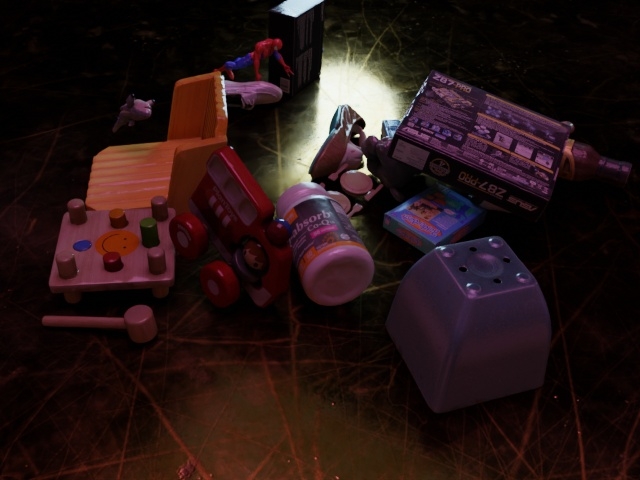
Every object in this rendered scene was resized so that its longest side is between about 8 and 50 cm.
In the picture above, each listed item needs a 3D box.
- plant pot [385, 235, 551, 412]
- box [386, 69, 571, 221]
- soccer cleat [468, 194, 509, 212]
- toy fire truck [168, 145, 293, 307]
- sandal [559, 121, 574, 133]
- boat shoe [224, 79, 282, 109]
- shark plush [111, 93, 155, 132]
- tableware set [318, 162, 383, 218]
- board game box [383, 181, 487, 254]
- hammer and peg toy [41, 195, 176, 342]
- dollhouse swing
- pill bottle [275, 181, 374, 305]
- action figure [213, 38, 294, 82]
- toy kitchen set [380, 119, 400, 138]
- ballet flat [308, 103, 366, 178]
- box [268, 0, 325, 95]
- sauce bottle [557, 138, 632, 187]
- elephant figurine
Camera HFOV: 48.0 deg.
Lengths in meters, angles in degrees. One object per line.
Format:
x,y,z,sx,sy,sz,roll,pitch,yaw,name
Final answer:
0.296,0.137,1.389,0.247,0.252,0.247,-10,42,-17,plant pot
0.401,-0.248,1.790,0.395,0.097,0.318,24,50,7,box
0.450,-0.183,1.916,0.143,0.116,0.331,19,38,-13,soccer cleat
-0.165,-0.016,1.497,0.169,0.254,0.302,-28,78,-37,toy fire truck
0.689,-0.336,2.147,0.180,0.049,0.072,-18,44,-24,sandal
-0.231,-0.431,2.179,0.228,0.079,0.081,3,60,-4,boat shoe
-0.495,-0.319,1.848,0.161,0.073,0.067,-18,74,26,shark plush
0.061,-0.112,1.834,0.128,0.039,0.194,33,50,18,tableware set
0.283,-0.055,1.776,0.210,0.047,0.160,-29,50,-35,board game box
-0.445,0.049,1.530,0.266,0.127,0.361,-2,40,-7,hammer and peg toy
-0.409,-0.242,1.783,0.305,0.315,0.346,6,39,-15,dollhouse swing
0.000,0.000,1.599,0.162,0.162,0.278,-10,42,-17,pill bottle
-0.198,-0.527,2.215,0.280,0.139,0.091,-20,13,45,action figure
0.290,-0.348,2.037,0.207,0.166,0.122,-1,40,-7,toy kitchen set
0.065,-0.262,1.981,0.124,0.116,0.342,26,37,-4,ballet flat
-0.076,-0.615,2.255,0.103,0.261,0.184,24,43,23,box
0.665,-0.227,1.965,0.345,0.111,0.111,18,42,19,sauce bottle
0.246,-0.248,1.907,0.240,0.185,0.169,-25,31,-19,elephant figurine
